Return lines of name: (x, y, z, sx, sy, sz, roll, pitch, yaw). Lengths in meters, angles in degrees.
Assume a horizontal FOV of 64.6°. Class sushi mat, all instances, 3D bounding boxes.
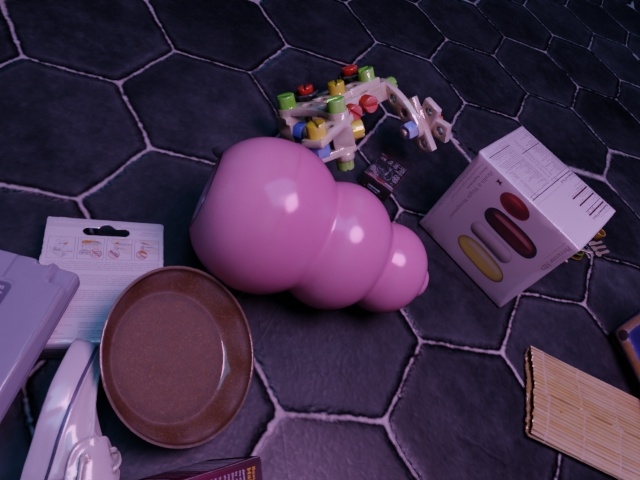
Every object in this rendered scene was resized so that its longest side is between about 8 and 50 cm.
sushi mat: (0.454, 0.294, 0.784, 0.317, 0.019, 0.151, 27, 49, -5)

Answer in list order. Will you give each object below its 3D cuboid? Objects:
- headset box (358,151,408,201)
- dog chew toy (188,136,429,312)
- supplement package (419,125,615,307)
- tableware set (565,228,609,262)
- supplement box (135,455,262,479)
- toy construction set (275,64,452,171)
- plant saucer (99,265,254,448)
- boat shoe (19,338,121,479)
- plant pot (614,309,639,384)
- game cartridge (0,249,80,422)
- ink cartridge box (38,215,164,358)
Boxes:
headset box: (0.112, -0.114, 0.915, 0.062, 0.032, 0.083, 36, 51, 4)
dog chew toy: (0.000, 0.000, 0.685, 0.332, 0.206, 0.206, 24, 50, -18)
supplement package: (0.318, -0.038, 0.847, 0.149, 0.194, 0.203, -31, 72, -36)
tableware set: (0.527, -0.011, 1.034, 0.154, 0.024, 0.104, -8, 60, -28)
supplement box: (-0.138, 0.262, 0.438, 0.188, 0.081, 0.104, 10, 66, -51)
toy construction set: (0.063, -0.212, 0.864, 0.328, 0.151, 0.215, -16, 29, -31)
plant saucer: (-0.160, 0.129, 0.572, 0.199, 0.036, 0.198, 23, 58, -43)
boat shoe: (-0.231, 0.227, 0.475, 0.088, 0.096, 0.267, 14, 53, -20)
plant pot: (0.642, 0.184, 0.803, 0.212, 0.236, 0.236, 9, 48, -15)
game cartridge: (-0.423, 0.080, 0.495, 0.294, 0.060, 0.196, 15, 48, -2)
ink cartridge box: (-0.268, 0.055, 0.621, 0.145, 0.045, 0.179, 4, 49, -21)
